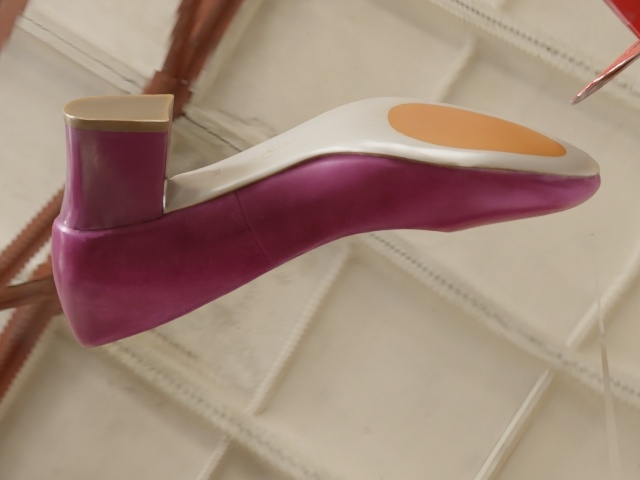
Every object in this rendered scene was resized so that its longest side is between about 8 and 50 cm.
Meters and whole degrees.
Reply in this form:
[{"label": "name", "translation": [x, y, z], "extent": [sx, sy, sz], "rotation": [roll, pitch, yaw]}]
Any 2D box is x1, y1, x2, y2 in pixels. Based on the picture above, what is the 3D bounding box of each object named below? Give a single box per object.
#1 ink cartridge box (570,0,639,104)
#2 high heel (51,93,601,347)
[{"label": "ink cartridge box", "translation": [0.192, -0.172, 0.729], "extent": [0.078, 0.134, 0.231], "rotation": [50, -58, 1]}, {"label": "high heel", "translation": [0.000, 0.000, 0.717], "extent": [0.244, 0.082, 0.117], "rotation": [1, -67, -3]}]
